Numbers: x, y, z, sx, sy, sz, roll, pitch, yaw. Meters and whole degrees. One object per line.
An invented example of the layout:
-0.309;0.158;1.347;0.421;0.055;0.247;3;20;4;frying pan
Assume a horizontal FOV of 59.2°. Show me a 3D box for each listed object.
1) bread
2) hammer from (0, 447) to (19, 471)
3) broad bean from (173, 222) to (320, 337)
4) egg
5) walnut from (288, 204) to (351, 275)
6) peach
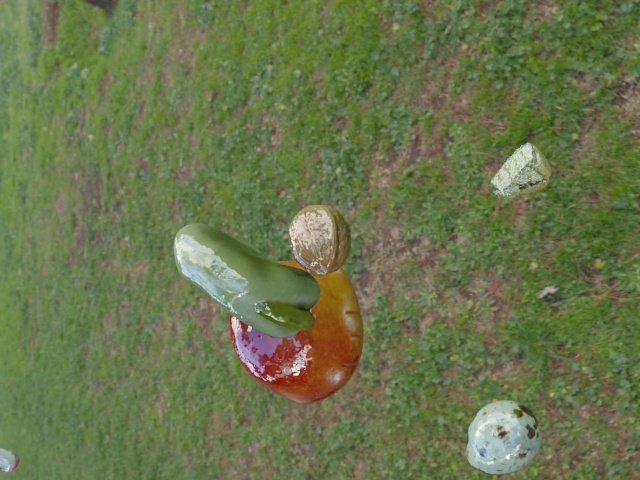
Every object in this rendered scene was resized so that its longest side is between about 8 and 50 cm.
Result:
0.543;-0.170;1.497;0.156;0.110;0.103;-51;28;39;bread
-0.536;0.385;0.922;0.031;0.053;0.083;126;166;-54;hammer
-0.105;0.056;0.789;0.228;0.169;0.100;30;95;16;broad bean
0.466;0.516;1.460;0.169;0.169;0.231;54;127;36;egg
0.000;0.000;0.900;0.105;0.105;0.124;-46;46;40;walnut
-0.052;0.175;1.079;0.249;0.245;0.274;-26;69;50;peach
